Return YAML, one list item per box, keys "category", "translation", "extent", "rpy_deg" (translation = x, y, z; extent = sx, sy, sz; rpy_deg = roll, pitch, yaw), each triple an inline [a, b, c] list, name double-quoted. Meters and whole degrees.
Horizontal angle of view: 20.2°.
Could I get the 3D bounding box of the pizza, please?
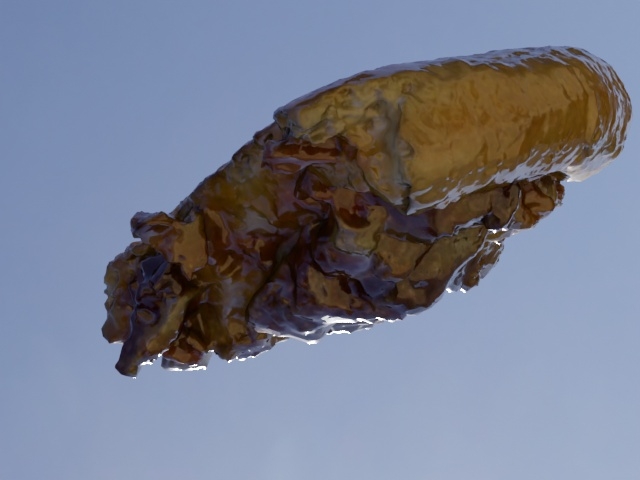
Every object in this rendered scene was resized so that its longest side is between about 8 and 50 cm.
- category: "pizza"
  translation: [0.001, 0.001, 0.572]
  extent: [0.154, 0.194, 0.069]
  rpy_deg: [-19, -99, -56]
